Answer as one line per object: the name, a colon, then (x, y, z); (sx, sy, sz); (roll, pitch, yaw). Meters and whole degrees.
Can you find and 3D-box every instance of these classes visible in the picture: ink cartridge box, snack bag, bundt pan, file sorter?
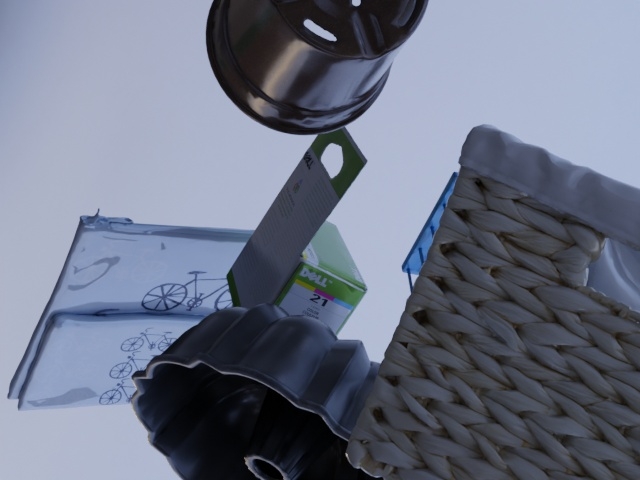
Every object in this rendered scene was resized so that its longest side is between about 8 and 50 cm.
ink cartridge box: (0.000, 0.000, 1.316); (0.255, 0.097, 0.189); (-56, -158, 15)
snack bag: (-0.216, 0.104, 1.488); (0.342, 0.323, 0.037); (-60, -138, 32)
bundt pan: (-0.026, 0.189, 1.142); (0.331, 0.331, 0.124); (-32, -160, 53)
file sorter: (0.193, 0.021, 1.381); (0.104, 0.118, 0.170); (-97, -155, -46)

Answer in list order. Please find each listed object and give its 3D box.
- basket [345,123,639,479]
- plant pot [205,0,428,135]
basket: (0.248, 0.111, 0.847); (0.328, 0.331, 0.266); (28, -82, 27)
plant pot: (0.004, -0.183, 0.886); (0.165, 0.167, 0.167); (152, -46, -73)
